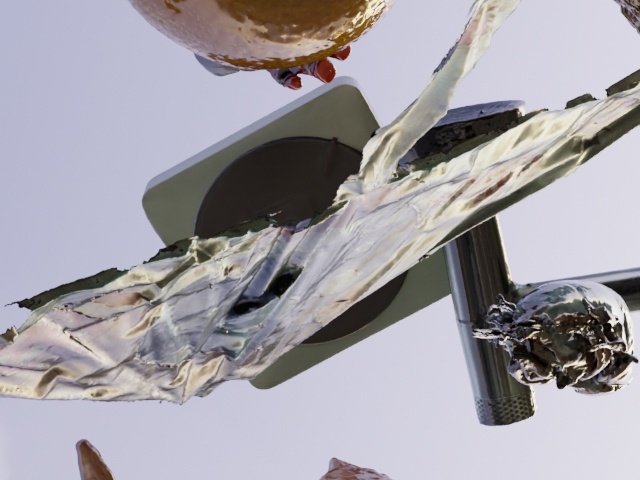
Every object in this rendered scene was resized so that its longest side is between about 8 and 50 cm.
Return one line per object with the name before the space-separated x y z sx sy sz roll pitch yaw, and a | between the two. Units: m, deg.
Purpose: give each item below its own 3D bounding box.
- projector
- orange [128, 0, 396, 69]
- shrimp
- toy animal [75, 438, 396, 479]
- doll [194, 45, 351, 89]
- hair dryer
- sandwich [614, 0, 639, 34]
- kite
projector | -0.018 -0.007 1.599 0.259 0.079 0.257 -28 -74 8
orange | -0.051 -0.275 1.287 0.274 0.274 0.274 -13 -67 -32
shrimp | 0.148 0.063 0.984 0.233 0.090 0.079 8 -97 -56
toy animal | -0.042 0.169 0.931 0.185 0.104 0.184 -29 -92 19
doll | -0.053 -0.195 1.455 0.062 0.194 0.104 19 -85 -49
hair dryer | 0.236 -0.007 1.494 0.284 0.156 0.320 -22 -81 1
sandwich | 0.296 -0.284 1.247 0.251 0.087 0.226 37 -86 -26
kite | 0.000 0.001 0.569 0.406 0.368 0.014 -21 -106 -27
